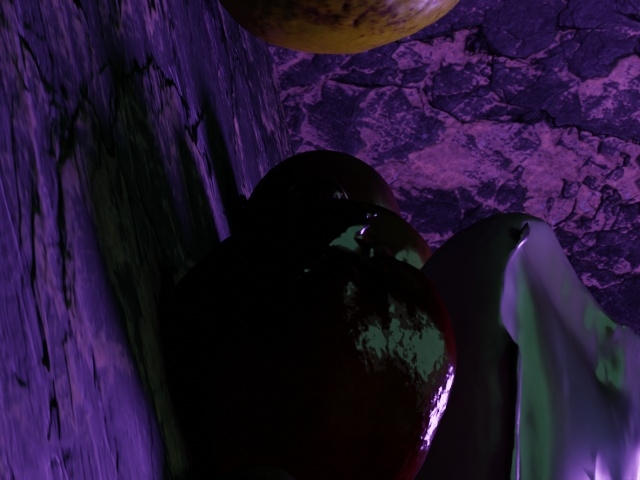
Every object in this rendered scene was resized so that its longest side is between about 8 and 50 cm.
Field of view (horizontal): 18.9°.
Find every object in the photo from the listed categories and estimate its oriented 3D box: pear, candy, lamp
[{"bbox_3d":[0.013,-0.388,2.180,0.391,0.391,0.391,-12,90,-88],"label":"pear"},{"bbox_3d":[0.148,0.208,1.559,0.386,0.186,0.427,45,43,-55],"label":"candy"},{"bbox_3d":[0.000,0.000,2.003,0.258,0.180,0.180,66,12,-72],"label":"lamp"}]

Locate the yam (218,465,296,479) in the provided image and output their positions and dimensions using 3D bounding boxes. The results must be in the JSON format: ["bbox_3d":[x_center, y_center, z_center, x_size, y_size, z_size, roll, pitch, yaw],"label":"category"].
[{"bbox_3d":[-0.038,0.186,1.141,0.127,0.084,0.084,-109,-174,-75],"label":"yam"}]

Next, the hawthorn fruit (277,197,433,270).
[{"bbox_3d":[0.007,0.079,1.730,0.251,0.199,0.199,110,-28,-64],"label":"hawthorn fruit"}]

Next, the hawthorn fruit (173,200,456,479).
[{"bbox_3d":[-0.011,0.102,1.277,0.189,0.190,0.251,-97,-166,-64],"label":"hawthorn fruit"}]
